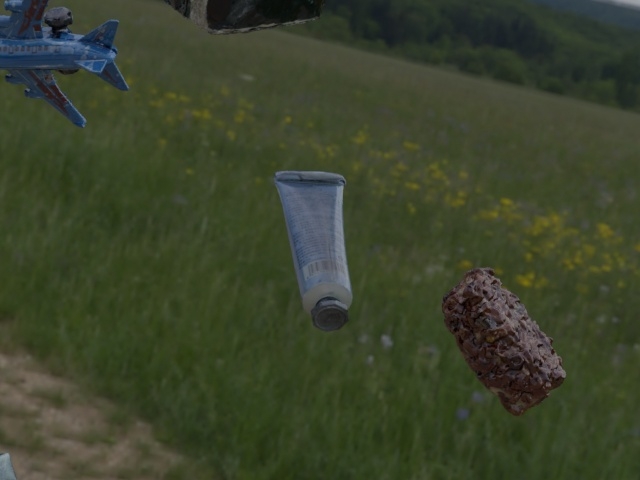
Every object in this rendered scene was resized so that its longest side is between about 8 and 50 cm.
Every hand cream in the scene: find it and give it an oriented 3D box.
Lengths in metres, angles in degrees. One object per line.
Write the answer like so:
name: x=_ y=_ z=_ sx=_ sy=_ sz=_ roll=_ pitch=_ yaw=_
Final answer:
hand cream: x=0.000 y=0.000 z=1.417 sx=0.088 sy=0.055 sz=0.256 roll=1 pitch=41 yaw=-8

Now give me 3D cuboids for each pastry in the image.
pastry: x=0.241 y=0.137 z=1.690 sx=0.208 sy=0.097 sz=0.115 roll=51 pitch=26 yaw=-11

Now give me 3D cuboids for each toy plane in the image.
toy plane: x=-0.422 y=-0.284 z=1.858 sx=0.271 sy=0.254 sz=0.105 roll=9 pitch=42 yaw=12

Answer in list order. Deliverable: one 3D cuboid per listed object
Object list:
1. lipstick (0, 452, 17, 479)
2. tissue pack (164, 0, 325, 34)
lipstick: x=-0.703 y=0.481 z=2.390 sx=0.077 sy=0.076 sz=0.290 roll=-20 pitch=-2 yaw=30
tissue pack: x=-0.119 y=-0.582 z=2.072 sx=0.264 sy=0.416 sz=0.253 roll=-16 pitch=42 yaw=-34
